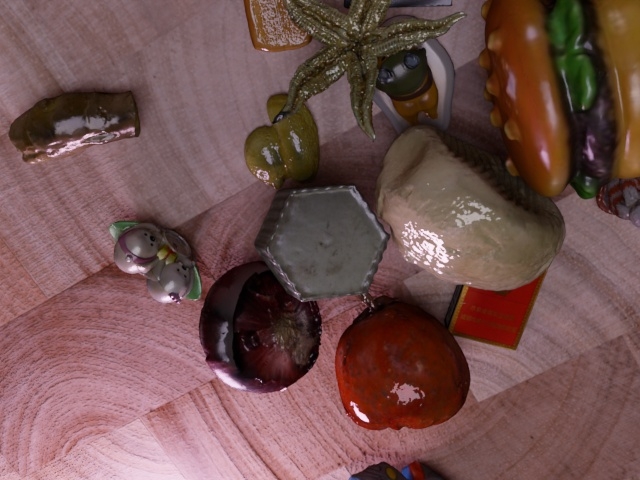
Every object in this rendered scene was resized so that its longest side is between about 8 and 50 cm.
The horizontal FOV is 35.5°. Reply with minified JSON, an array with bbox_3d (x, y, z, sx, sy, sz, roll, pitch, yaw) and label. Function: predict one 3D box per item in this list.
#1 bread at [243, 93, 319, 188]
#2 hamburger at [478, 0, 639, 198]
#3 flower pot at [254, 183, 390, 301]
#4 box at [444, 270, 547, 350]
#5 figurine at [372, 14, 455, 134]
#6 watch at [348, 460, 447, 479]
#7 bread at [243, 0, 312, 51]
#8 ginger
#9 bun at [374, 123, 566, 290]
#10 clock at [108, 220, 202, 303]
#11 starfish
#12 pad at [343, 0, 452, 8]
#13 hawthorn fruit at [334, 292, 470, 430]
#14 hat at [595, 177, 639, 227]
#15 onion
[{"bbox_3d":[-0.080,-0.184,1.919,0.149,0.065,0.188,-2,115,9],"label":"bread"},{"bbox_3d":[0.420,-0.256,1.680,0.277,0.396,0.396,-13,112,4],"label":"hamburger"},{"bbox_3d":[0.000,0.000,1.884,0.209,0.189,0.239,-35,96,-7],"label":"flower pot"},{"bbox_3d":[0.357,0.092,2.011,0.153,0.074,0.240,16,114,0],"label":"box"},{"bbox_3d":[0.170,-0.276,1.824,0.166,0.141,0.250,-23,110,11],"label":"figurine"},{"bbox_3d":[0.151,0.634,2.177,0.305,0.241,0.274,31,125,-10],"label":"watch"},{"bbox_3d":[-0.083,-0.443,1.801,0.115,0.077,0.200,-8,114,4],"label":"bread"},{"bbox_3d":[-0.466,-0.222,1.897,0.262,0.109,0.117,-11,85,7],"label":"ginger"},{"bbox_3d":[0.252,-0.044,1.799,0.352,0.349,0.227,32,108,0],"label":"bun"},{"bbox_3d":[-0.326,0.042,1.981,0.231,0.144,0.103,41,107,-12],"label":"clock"},{"bbox_3d":[0.074,-0.337,1.729,0.357,0.078,0.347,0,83,9],"label":"starfish"},{"bbox_3d":[0.139,-0.565,1.777,0.202,0.005,0.300,-1,113,4],"label":"pad"},{"bbox_3d":[0.142,0.229,1.986,0.276,0.276,0.308,-19,94,10],"label":"hawthorn fruit"},{"bbox_3d":[0.581,-0.077,1.877,0.093,0.162,0.112,8,117,-4],"label":"hat"},{"bbox_3d":[-0.140,0.178,2.006,0.195,0.272,0.272,-9,120,53],"label":"onion"}]
